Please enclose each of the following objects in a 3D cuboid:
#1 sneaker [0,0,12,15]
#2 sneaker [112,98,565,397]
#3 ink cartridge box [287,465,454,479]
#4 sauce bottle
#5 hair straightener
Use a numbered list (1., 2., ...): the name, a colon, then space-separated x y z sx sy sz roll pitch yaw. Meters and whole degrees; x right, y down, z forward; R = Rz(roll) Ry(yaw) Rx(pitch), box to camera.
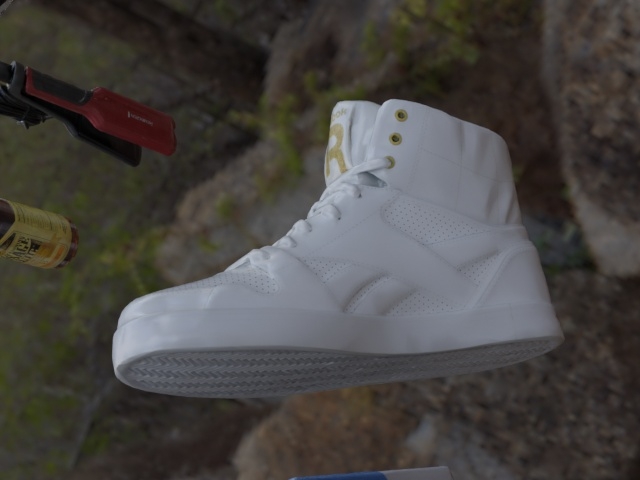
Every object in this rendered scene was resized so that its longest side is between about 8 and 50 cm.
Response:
1. sneaker: -0.175 -0.220 1.005 0.182 0.127 0.315 -27 43 54
2. sneaker: 0.000 0.000 1.097 0.108 0.293 0.169 -34 63 55
3. ink cartridge box: -0.058 0.284 1.384 0.307 0.223 0.129 -27 73 29
4. sauce bottle: -0.224 -0.009 1.259 0.042 0.128 0.042 -9 75 37
5. hair straightener: -0.227 -0.102 1.524 0.089 0.230 0.047 -17 71 35
